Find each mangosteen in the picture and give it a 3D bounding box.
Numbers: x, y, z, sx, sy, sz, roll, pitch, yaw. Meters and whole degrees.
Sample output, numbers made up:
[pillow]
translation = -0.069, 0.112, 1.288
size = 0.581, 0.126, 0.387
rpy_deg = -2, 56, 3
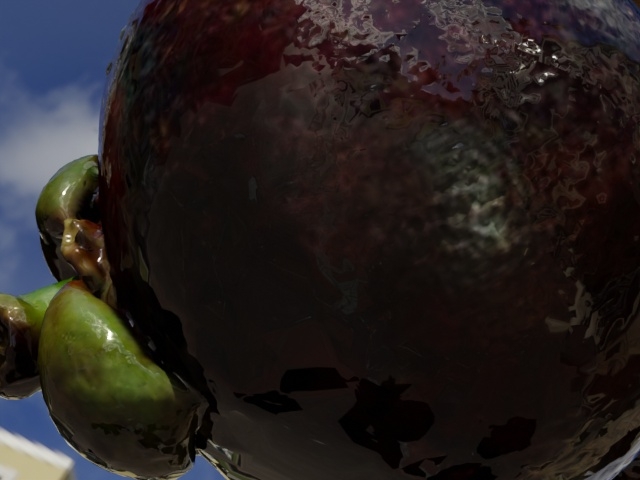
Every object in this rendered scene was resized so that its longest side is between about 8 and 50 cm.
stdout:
[mangosteen]
translation = 0.012, 0.000, 0.408
size = 0.216, 0.216, 0.216
rpy_deg = 18, -40, 16

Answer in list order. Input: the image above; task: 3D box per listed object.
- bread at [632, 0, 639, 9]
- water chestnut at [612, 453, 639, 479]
[bread]
translation = 0.045, -0.194, 0.719
size = 0.337, 0.358, 0.204
rpy_deg = 1, -41, -27
[water chestnut]
translation = 0.279, 0.058, 1.000
size = 0.347, 0.335, 0.335
rpy_deg = -11, -54, 34
